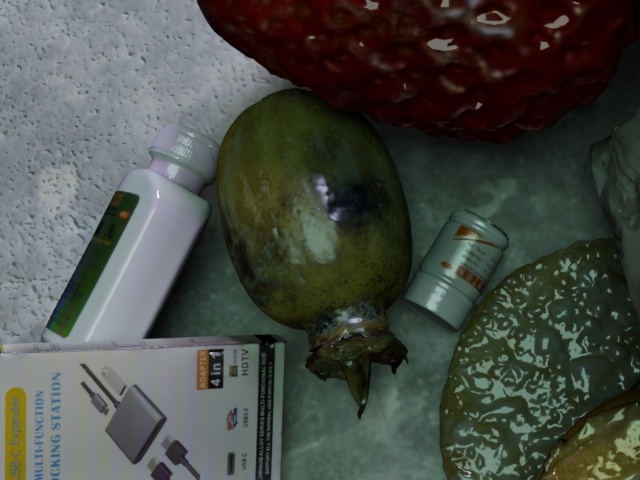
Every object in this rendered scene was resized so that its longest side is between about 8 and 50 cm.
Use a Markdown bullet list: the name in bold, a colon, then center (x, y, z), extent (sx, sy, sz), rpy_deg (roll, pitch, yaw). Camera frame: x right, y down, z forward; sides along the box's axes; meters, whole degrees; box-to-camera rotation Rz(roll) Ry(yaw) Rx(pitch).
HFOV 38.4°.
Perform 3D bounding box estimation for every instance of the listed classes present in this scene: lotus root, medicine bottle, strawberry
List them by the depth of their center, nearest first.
- **strawberry**: center (0.094, -0.200, 0.722), extent (0.310, 0.291, 0.292), rpy_deg (-31, 71, 21)
- **lotus root**: center (0.000, -0.001, 0.740), extent (0.154, 0.154, 0.278), rpy_deg (-15, 66, 5)
- **medicine bottle**: center (0.112, 0.025, 0.765), extent (0.057, 0.057, 0.089), rpy_deg (30, 81, 16)
- **medicine bottle**: center (-0.155, 0.008, 0.784), extent (0.078, 0.115, 0.219), rpy_deg (29, 79, -24)

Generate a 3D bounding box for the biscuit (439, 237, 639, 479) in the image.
- **biscuit**: center (0.190, 0.089, 0.745), extent (0.290, 0.038, 0.141), rpy_deg (-40, 72, -5)

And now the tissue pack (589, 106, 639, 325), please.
- **tissue pack**: center (0.371, 0.013, 0.575), extent (0.390, 0.375, 0.195), rpy_deg (10, 114, 11)

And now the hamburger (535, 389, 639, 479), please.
- **hamburger**: center (0.260, 0.224, 0.636), extent (0.244, 0.163, 0.245), rpy_deg (-3, 79, 16)

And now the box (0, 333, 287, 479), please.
- **box**: center (-0.147, 0.142, 0.712), extent (0.247, 0.033, 0.129), rpy_deg (-1, 96, -20)
